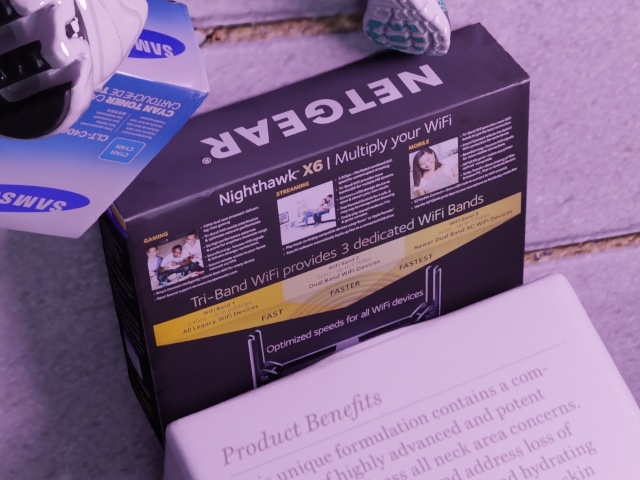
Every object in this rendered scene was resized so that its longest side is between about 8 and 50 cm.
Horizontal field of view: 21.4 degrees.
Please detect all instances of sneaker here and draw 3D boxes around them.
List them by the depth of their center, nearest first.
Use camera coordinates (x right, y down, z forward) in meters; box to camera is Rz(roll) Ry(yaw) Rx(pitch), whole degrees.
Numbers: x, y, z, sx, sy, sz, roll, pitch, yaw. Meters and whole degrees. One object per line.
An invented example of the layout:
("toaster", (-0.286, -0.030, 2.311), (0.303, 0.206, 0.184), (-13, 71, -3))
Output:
("sneaker", (-0.182, -0.200, 0.867), (0.118, 0.110, 0.292), (-46, 120, -46))
("sneaker", (0.060, -0.181, 1.127), (0.166, 0.065, 0.076), (65, 39, -66))

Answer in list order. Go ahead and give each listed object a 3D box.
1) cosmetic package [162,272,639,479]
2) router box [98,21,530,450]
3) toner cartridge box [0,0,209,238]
("cosmetic package", (0.099, 0.301, 1.280), (0.329, 0.393, 0.327), (-20, 157, -16))
("router box", (0.000, 0.000, 1.238), (0.309, 0.081, 0.243), (-19, 136, -16))
("toner cartridge box", (-0.252, -0.095, 0.963), (0.348, 0.075, 0.165), (9, 142, -39))
